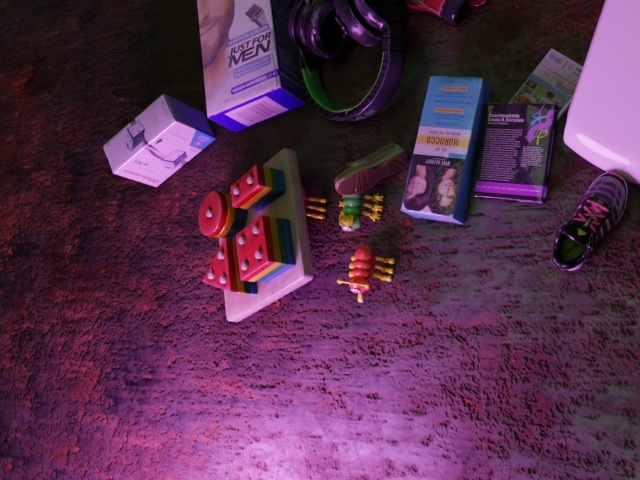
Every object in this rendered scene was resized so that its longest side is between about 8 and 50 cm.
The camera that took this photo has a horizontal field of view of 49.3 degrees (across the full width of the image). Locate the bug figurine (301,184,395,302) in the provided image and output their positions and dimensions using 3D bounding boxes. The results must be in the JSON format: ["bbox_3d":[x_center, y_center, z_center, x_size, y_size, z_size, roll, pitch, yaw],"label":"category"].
[{"bbox_3d":[0.000,0.000,1.294,0.278,0.072,0.217,2,81,31],"label":"bug figurine"}]

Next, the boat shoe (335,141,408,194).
[{"bbox_3d":[0.086,-0.131,1.251,0.153,0.056,0.048,-30,53,-15],"label":"boat shoe"}]

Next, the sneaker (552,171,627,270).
[{"bbox_3d":[0.399,-0.022,1.043,0.063,0.074,0.171,36,118,22],"label":"sneaker"}]

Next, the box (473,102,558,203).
[{"bbox_3d":[0.324,-0.146,1.154,0.116,0.029,0.162,8,91,32],"label":"box"}]

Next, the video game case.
[{"bbox_3d":[0.380,-0.248,1.160,0.087,0.011,0.122,43,102,28],"label":"video game case"}]

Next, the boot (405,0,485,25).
[{"bbox_3d":[0.254,-0.516,1.246,0.176,0.088,0.244,34,105,30],"label":"boot"}]

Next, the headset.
[{"bbox_3d":[0.029,-0.419,1.273,0.243,0.185,0.395,1,95,46],"label":"headset"}]

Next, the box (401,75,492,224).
[{"bbox_3d":[0.218,-0.157,1.206,0.100,0.060,0.245,10,85,31],"label":"box"}]

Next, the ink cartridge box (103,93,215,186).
[{"bbox_3d":[-0.345,-0.211,1.494,0.190,0.139,0.082,-36,67,20],"label":"ink cartridge box"}]

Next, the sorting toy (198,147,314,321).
[{"bbox_3d":[-0.139,-0.009,1.304,0.255,0.089,0.257,-32,58,44],"label":"sorting toy"}]

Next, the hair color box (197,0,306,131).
[{"bbox_3d":[-0.149,-0.421,1.445,0.185,0.110,0.339,-16,71,27],"label":"hair color box"}]

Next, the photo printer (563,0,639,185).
[{"bbox_3d":[0.496,-0.223,0.976,0.256,0.107,0.308,27,123,27],"label":"photo printer"}]
